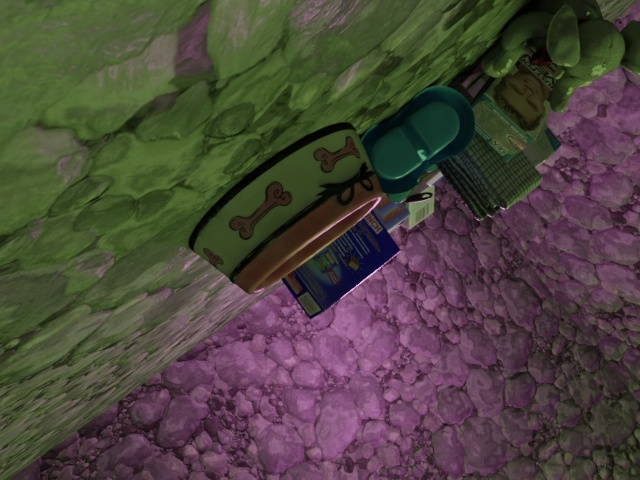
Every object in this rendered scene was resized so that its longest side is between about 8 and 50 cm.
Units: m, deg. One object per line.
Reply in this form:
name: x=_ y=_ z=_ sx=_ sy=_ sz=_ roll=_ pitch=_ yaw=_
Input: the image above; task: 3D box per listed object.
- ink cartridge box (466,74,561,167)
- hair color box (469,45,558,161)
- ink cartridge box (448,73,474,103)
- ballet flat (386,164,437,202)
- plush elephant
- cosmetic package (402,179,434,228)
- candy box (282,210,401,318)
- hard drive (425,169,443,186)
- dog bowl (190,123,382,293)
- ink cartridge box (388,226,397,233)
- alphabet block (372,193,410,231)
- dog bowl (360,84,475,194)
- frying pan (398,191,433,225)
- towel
ink cartridge box: x=0.575 y=-0.358 z=1.558 sx=0.129 sy=0.307 sz=0.223 roll=-39 pitch=175 yaw=42
hair color box: x=0.521 y=-0.380 z=1.340 sx=0.347 sy=0.174 sz=0.105 roll=-50 pitch=-177 yaw=-35
ink cartridge box: x=0.342 y=-0.357 z=1.358 sx=0.181 sy=0.061 sz=0.104 roll=-42 pitch=173 yaw=39
ballet flat: x=0.298 y=-0.232 z=1.543 sx=0.280 sy=0.095 sz=0.096 roll=-45 pitch=-167 yaw=35
plush elephant: x=0.537 y=-0.401 z=1.069 sx=0.330 sy=0.272 sz=0.255 roll=108 pitch=-9 yaw=-57
cosmetic package: x=0.338 y=-0.172 z=2.030 sx=0.151 sy=0.184 sz=0.151 roll=-35 pitch=137 yaw=-26
candy box: x=0.027 y=0.017 z=1.416 sx=0.317 sy=0.268 sz=0.122 roll=-34 pitch=177 yaw=-29
hard drive: x=0.497 y=-0.363 z=1.844 sx=0.319 sy=0.040 sz=0.210 roll=-44 pitch=-151 yaw=52
dog bowl: x=-0.050 y=-0.046 z=1.025 sx=0.408 sy=0.150 sz=0.408 roll=-37 pitch=175 yaw=-4
ink cartridge box: x=0.173 y=-0.051 z=2.183 sx=0.330 sy=0.071 sz=0.324 roll=-35 pitch=-159 yaw=-32
alphabet block: x=0.168 y=-0.090 z=1.842 sx=0.192 sy=0.193 sz=0.197 roll=-30 pitch=172 yaw=-43
dog bowl: x=0.211 y=-0.226 z=1.162 sx=0.297 sy=0.166 sz=0.074 roll=-37 pitch=-174 yaw=-5
frying pan: x=0.272 y=-0.166 z=1.900 sx=0.053 sy=0.197 sz=0.326 roll=-48 pitch=179 yaw=-34
towel: x=0.440 y=-0.213 z=1.369 sx=0.235 sy=0.283 sz=0.121 roll=-33 pitch=175 yaw=-38
